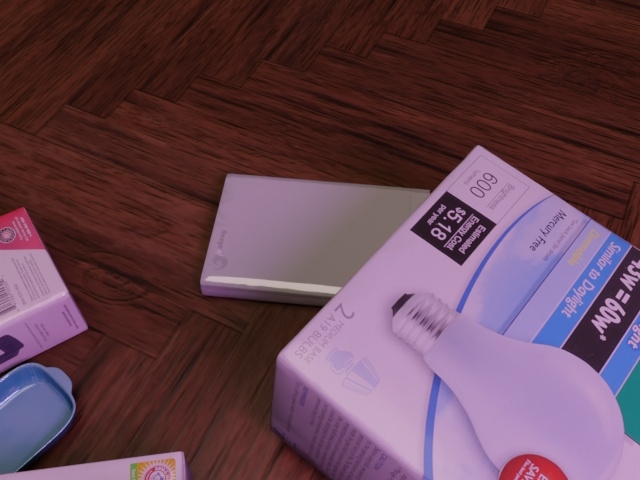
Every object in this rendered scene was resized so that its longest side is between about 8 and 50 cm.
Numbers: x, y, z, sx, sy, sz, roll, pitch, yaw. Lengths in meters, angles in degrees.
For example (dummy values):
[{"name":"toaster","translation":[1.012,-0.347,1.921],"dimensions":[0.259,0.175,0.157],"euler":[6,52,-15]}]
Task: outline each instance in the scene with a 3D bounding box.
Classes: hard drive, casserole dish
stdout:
[{"name":"hard drive","translation":[0.000,0.000,0.991],"dimensions":[0.308,0.040,0.203],"euler":[5,55,4]},{"name":"casserole dish","translation":[-0.379,0.233,0.829],"dimensions":[0.114,0.037,0.188],"euler":[36,63,23]}]

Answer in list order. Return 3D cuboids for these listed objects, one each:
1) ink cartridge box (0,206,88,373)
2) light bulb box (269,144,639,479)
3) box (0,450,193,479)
[{"name":"ink cartridge box","translation":[-0.457,0.088,0.894],"dimensions":[0.237,0.100,0.172],"euler":[-28,59,-19]},{"name":"light bulb box","translation":[0.195,0.157,0.741],"dimensions":[0.361,0.225,0.358],"euler":[36,62,16]},{"name":"box","translation":[-0.236,0.303,0.729],"dimensions":[0.203,0.114,0.103],"euler":[-6,53,-4]}]
